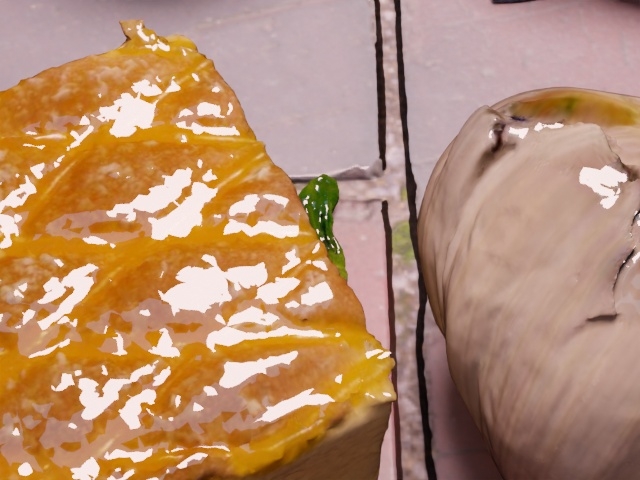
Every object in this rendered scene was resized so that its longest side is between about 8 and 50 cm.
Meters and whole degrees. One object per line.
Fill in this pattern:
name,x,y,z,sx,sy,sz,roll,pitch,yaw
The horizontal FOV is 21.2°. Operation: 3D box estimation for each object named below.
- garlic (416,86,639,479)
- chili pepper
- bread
garlic,0.199,0.038,0.985,0.322,0.241,0.322,28,45,-33
chili pepper,-0.001,0.000,1.124,0.030,0.034,0.091,17,52,-32
bread,-0.131,0.070,0.970,0.279,0.207,0.279,-25,62,-18
